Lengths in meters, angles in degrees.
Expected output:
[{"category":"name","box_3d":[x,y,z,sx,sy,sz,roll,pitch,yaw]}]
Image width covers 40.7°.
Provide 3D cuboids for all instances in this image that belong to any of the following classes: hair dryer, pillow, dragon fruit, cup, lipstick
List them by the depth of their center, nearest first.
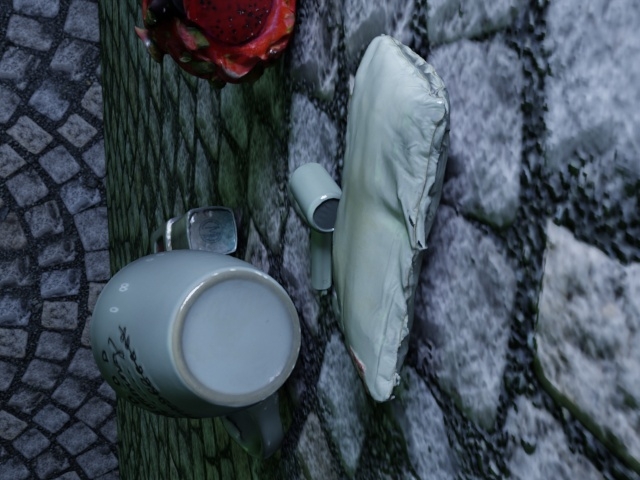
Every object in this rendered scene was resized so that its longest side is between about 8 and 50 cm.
[{"category":"pillow","box_3d":[0.043,-0.015,0.581,0.128,0.050,0.229,-114,27,-60]},{"category":"hair dryer","box_3d":[0.000,0.000,0.746,0.063,0.037,0.124,-120,23,-54]},{"category":"dragon fruit","box_3d":[-0.097,-0.227,0.783,0.167,0.160,0.172,67,168,-22]},{"category":"cup","box_3d":[-0.106,0.129,0.915,0.258,0.186,0.234,58,156,-13]},{"category":"lipstick","box_3d":[-0.170,0.004,1.163,0.253,0.077,0.079,164,101,-69]}]
